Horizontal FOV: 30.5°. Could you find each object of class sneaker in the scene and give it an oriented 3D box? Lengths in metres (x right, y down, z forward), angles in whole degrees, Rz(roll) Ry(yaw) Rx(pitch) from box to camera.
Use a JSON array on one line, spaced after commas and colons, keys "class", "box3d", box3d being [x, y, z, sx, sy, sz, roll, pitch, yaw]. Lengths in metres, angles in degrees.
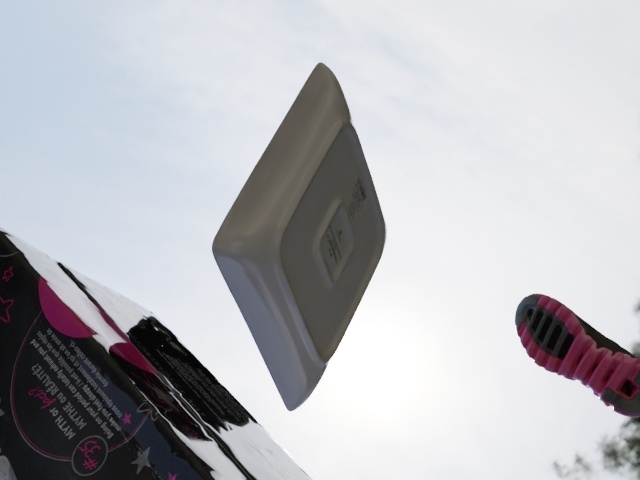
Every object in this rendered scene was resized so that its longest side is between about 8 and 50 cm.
[{"class": "sneaker", "box3d": [0.190, 0.080, 0.828, 0.119, 0.047, 0.057, 40, -163, 23]}]

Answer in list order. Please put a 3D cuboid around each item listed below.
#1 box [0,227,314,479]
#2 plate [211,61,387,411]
[{"class": "box", "box3d": [-0.116, 0.132, 0.634, 0.247, 0.142, 0.163, 40, -178, 40]}, {"class": "plate", "box3d": [0.000, 0.000, 1.246, 0.045, 0.277, 0.278, 7, -130, 27]}]
